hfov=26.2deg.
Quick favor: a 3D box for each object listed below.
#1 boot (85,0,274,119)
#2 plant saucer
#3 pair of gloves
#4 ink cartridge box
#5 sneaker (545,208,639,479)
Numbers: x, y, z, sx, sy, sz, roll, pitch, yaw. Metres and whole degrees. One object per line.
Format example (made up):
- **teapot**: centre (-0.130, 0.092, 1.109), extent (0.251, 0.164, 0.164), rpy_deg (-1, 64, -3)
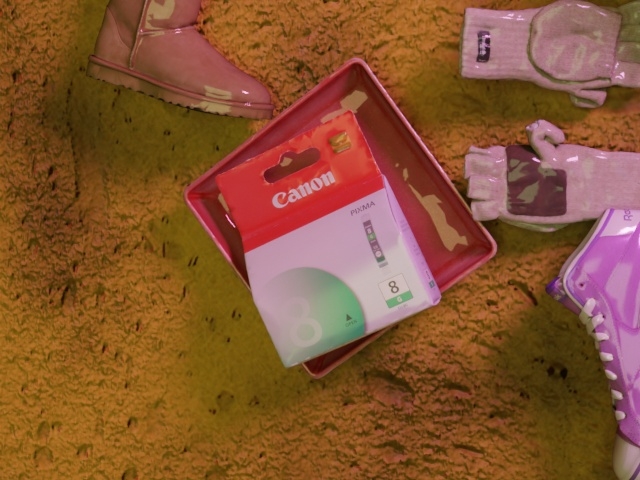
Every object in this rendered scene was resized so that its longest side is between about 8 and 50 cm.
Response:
- **boot**: centre (-0.134, -0.282, 1.491), extent (0.236, 0.089, 0.269), rpy_deg (17, 101, 12)
- **plant saucer**: centre (0.022, -0.023, 1.505), extent (0.258, 0.048, 0.259), rpy_deg (-37, 86, 17)
- **pair of gloves**: centre (0.246, -0.127, 1.420), extent (0.204, 0.042, 0.240), rpy_deg (-4, 101, 3)
- **ink cartridge box**: centre (0.000, 0.000, 1.463), extent (0.181, 0.056, 0.224), rpy_deg (-25, 92, 17)
- **sneaker**: centre (0.300, 0.105, 1.410), extent (0.161, 0.102, 0.282), rpy_deg (12, 90, 3)
